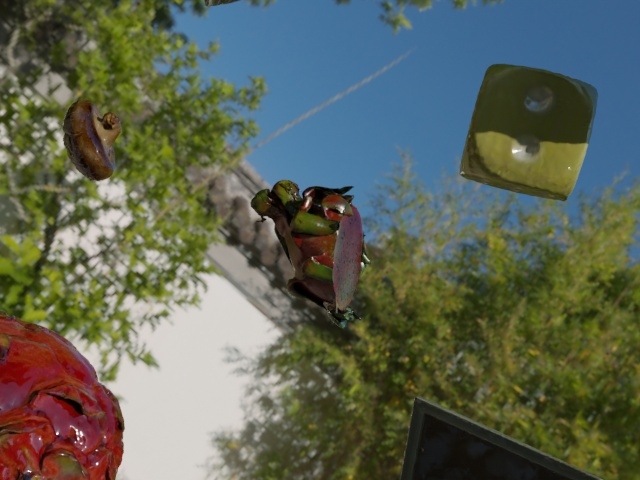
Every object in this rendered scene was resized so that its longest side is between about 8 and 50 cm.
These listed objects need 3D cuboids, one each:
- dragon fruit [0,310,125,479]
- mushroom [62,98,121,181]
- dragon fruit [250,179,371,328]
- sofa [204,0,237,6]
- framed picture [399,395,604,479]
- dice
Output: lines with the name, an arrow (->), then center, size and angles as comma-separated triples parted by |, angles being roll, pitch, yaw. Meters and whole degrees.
dragon fruit -> -0.371, 0.214, 0.935 | 0.342, 0.277, 0.277 | 28, -19, 34
mushroom -> -0.354, -0.153, 1.317 | 0.109, 0.085, 0.126 | -45, -124, 56
dragon fruit -> 0.000, 0.000, 0.990 | 0.175, 0.142, 0.138 | 35, -4, 14
sofa -> -0.132, -0.557, 1.544 | 0.210, 0.225, 0.176 | 71, -19, 3
framed picture -> 0.194, 0.348, 1.016 | 0.232, 0.019, 0.296 | 21, -62, 28
dice -> 0.308, -0.158, 1.276 | 0.169, 0.169, 0.166 | 15, 3, 10
